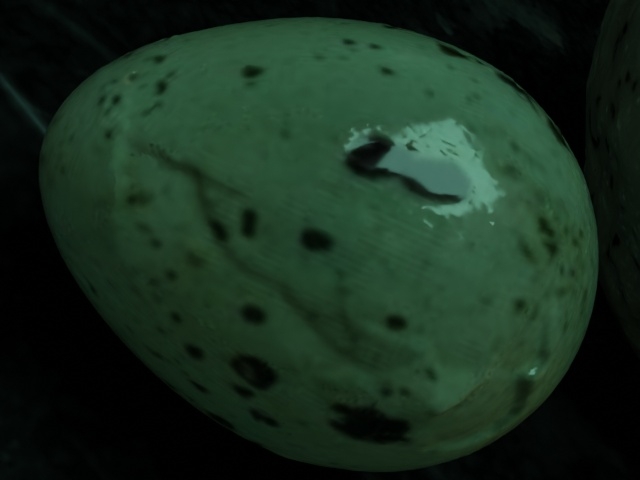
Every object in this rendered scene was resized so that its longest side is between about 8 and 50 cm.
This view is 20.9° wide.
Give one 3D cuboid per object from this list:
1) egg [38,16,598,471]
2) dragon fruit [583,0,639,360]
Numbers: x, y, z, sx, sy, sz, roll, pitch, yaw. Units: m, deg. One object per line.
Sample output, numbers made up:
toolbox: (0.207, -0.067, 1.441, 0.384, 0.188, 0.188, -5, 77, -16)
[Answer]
egg: (0.000, 0.000, 0.495, 0.164, 0.131, 0.131, 12, 46, -21)
dragon fruit: (0.195, -0.051, 0.666, 0.204, 0.221, 0.283, 50, 32, 8)
